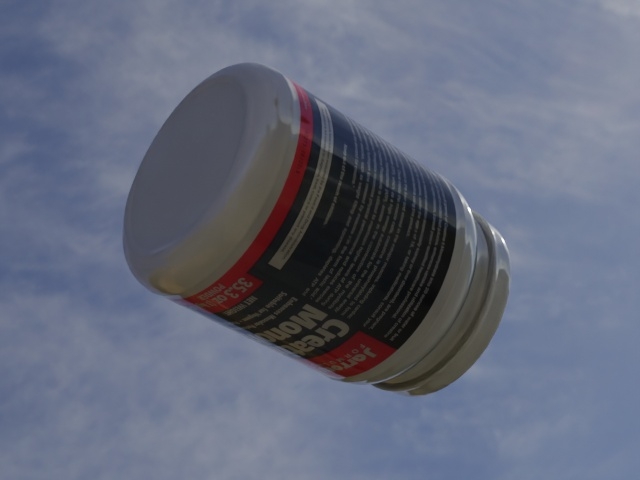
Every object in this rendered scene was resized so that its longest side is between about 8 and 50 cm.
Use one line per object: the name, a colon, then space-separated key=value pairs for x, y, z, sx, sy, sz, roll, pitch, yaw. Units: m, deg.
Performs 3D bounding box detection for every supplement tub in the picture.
supplement tub: x=0.000 y=0.000 z=0.935 sx=0.272 sy=0.191 sz=0.191 roll=29 pitch=-74 yaw=-32
